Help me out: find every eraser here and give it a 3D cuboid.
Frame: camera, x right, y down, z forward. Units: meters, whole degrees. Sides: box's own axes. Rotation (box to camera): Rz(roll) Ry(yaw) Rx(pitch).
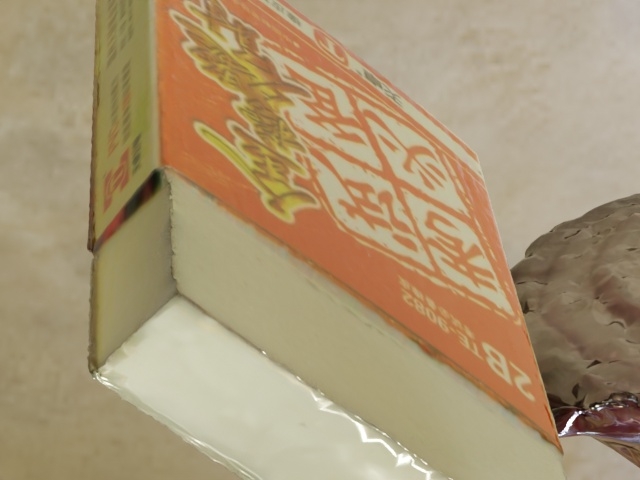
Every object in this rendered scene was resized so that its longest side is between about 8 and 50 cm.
[{"bbox_3d":[0.000,0.000,0.601,0.157,0.230,0.038,36,114,-25],"label":"eraser"}]

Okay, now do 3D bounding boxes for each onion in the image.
[{"bbox_3d":[0.214,0.055,0.866,0.280,0.314,0.146,-14,108,0],"label":"onion"}]
